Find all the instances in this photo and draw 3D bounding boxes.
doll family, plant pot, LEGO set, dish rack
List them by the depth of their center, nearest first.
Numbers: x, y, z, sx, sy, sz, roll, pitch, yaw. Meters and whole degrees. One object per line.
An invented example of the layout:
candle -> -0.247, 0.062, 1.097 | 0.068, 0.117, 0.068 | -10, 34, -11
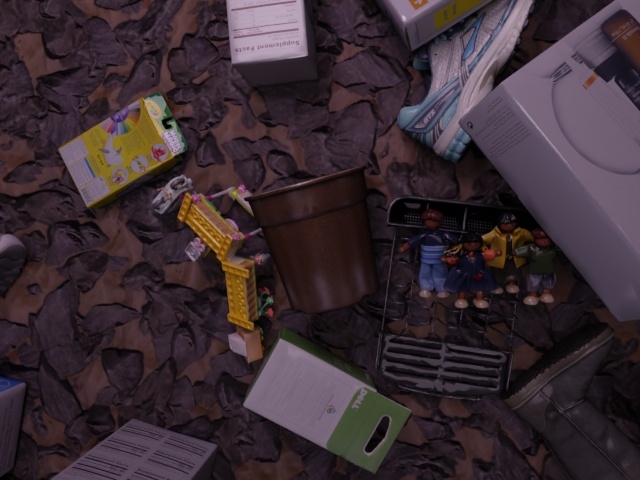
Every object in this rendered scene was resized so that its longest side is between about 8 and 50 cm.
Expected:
doll family -> 0.194, 0.016, 0.602 | 0.192, 0.076, 0.112 | -6, 112, 2
plant pot -> 0.000, 0.000, 0.665 | 0.166, 0.167, 0.165 | -14, 98, 7
dish rack -> 0.180, 0.084, 0.680 | 0.208, 0.074, 0.272 | 7, 92, 7
LEGO set -> -0.116, 0.023, 0.720 | 0.132, 0.107, 0.287 | -28, 93, 41

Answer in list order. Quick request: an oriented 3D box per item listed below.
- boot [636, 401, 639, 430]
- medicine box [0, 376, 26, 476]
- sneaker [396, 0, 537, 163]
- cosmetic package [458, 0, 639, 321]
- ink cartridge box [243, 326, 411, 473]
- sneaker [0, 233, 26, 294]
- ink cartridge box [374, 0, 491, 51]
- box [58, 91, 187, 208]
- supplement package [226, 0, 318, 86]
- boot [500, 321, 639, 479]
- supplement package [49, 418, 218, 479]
boot -> 0.581, 0.287, 0.526 | 0.284, 0.138, 0.378 | -25, 57, -6
medicine box -> -0.619, 0.274, 0.669 | 0.263, 0.289, 0.149 | 11, 92, 6
sneaker -> 0.192, -0.254, 0.656 | 0.122, 0.110, 0.283 | 25, 94, 9
cosmetic package -> 0.389, -0.136, 0.570 | 0.377, 0.097, 0.285 | -37, 89, -19
ink cartridge box -> 0.009, 0.223, 0.703 | 0.209, 0.062, 0.109 | 29, 94, -4
sneaker -> -0.584, 0.063, 0.756 | 0.281, 0.105, 0.115 | -34, 81, 3
ink cartridge box -> 0.171, -0.439, 0.632 | 0.307, 0.072, 0.304 | -29, 67, 6
box -> -0.289, -0.135, 0.748 | 0.179, 0.043, 0.105 | -28, 87, 9
supplement package -> -0.066, -0.318, 0.685 | 0.105, 0.105, 0.180 | -5, 91, 7
boot -> 0.373, 0.238, 0.659 | 0.208, 0.076, 0.190 | 47, 110, 11
supplement package -> -0.260, 0.386, 0.673 | 0.149, 0.203, 0.194 | 14, 92, 7
